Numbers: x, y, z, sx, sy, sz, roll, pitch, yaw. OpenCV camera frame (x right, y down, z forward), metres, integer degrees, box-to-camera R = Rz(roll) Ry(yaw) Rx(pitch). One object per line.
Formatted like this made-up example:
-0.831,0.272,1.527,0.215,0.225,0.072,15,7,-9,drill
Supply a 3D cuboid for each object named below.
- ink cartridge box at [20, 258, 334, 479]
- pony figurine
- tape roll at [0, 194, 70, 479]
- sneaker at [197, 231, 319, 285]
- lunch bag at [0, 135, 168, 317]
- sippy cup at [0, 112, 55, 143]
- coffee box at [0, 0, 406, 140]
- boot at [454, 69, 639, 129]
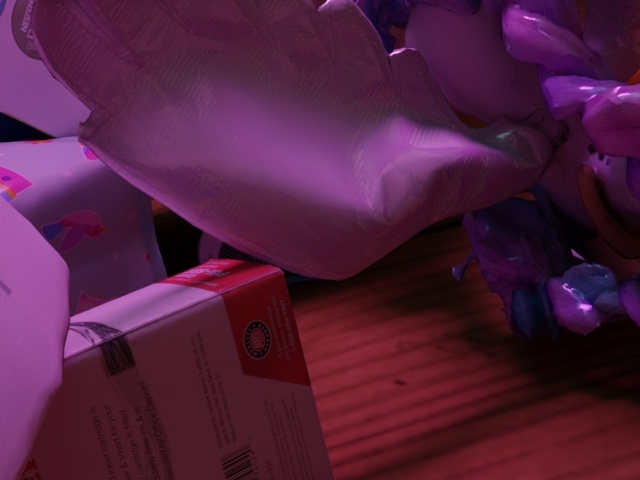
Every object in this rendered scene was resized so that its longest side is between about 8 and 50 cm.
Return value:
-0.071,0.075,0.439,0.135,0.099,0.056,-22,16,-34,ink cartridge box
0.089,-0.089,0.535,0.303,0.351,0.363,-48,14,4,pony figurine
-0.216,0.072,0.349,0.286,0.100,0.286,-29,28,18,tape roll
0.000,0.000,0.812,0.166,0.065,0.076,-25,33,-28,sneaker
-0.260,0.023,0.738,0.262,0.160,0.223,7,24,43,lunch bag
-0.294,-0.058,1.020,0.305,0.240,0.224,-43,33,-18,sippy cup
-0.097,-0.247,0.900,0.334,0.338,0.338,26,13,21,coffee box
0.220,-0.110,0.963,0.295,0.104,0.211,-10,18,39,boot
